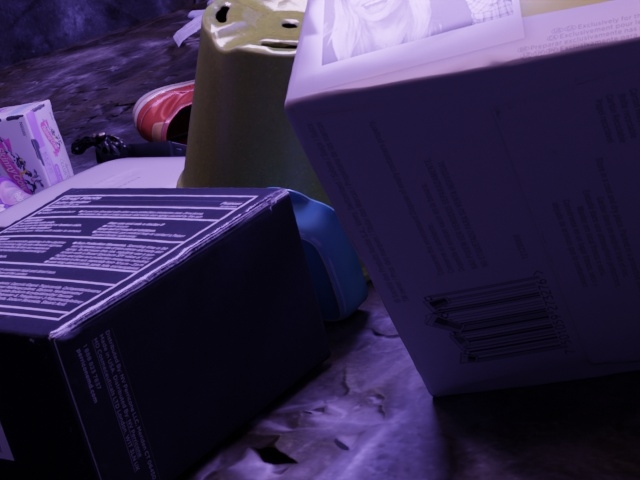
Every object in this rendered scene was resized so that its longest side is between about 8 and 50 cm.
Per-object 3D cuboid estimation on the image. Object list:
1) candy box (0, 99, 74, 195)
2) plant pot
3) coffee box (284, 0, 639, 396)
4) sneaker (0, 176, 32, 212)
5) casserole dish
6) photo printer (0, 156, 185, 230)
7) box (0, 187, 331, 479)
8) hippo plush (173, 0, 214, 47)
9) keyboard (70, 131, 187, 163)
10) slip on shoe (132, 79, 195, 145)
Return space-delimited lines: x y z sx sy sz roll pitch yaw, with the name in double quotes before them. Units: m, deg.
"candy box" -0.469 -0.109 2.083 0.196 0.164 0.070 -7 20 27
"plant pot" -0.032 -0.122 1.480 0.276 0.254 0.276 2 33 -1
"coffee box" 0.206 -0.121 1.119 0.338 0.337 0.334 -10 43 19
"sneaker" -0.407 -0.031 1.938 0.105 0.095 0.236 -13 22 -12
"casserole dish" -0.021 0.021 1.341 0.114 0.188 0.037 10 57 21
"photo printer" -0.231 -0.019 1.709 0.307 0.107 0.256 3 26 46
"box" -0.201 0.086 1.249 0.296 0.182 0.294 2 26 40
"hippo plush" -0.047 -0.328 2.129 0.294 0.236 0.234 -44 14 25
"keyboard" -0.251 -0.117 1.976 0.202 0.033 0.317 11 -4 -26
"slip on shoe" -0.134 -0.224 2.257 0.331 0.123 0.101 -22 42 -19
